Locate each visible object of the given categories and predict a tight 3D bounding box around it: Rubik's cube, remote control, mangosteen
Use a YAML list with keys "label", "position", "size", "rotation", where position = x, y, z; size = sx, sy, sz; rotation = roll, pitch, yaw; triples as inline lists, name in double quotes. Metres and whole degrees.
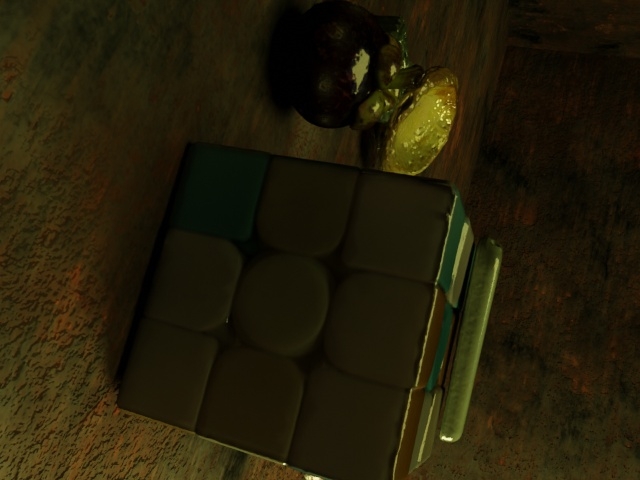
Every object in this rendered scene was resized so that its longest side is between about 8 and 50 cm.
- label: "Rubik's cube"
  position: [0.000, 0.100, 0.841]
  size: [0.344, 0.347, 0.346]
  rotation: [37, 68, -68]
- label: "remote control"
  position: [0.217, 0.146, 0.904]
  size: [0.090, 0.038, 0.309]
  rotation: [-35, 134, -68]
- label: "mangosteen"
  position: [0.052, -0.264, 0.961]
  size: [0.192, 0.217, 0.192]
  rotation: [12, 90, -78]

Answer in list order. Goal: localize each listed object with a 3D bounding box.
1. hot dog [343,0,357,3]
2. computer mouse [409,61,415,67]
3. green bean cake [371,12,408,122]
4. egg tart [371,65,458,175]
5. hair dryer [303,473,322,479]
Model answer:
- label: "hot dog"
  position: [0.045, -0.348, 1.132]
  size: [0.188, 0.055, 0.072]
  rotation: [81, 26, -44]
- label: "computer mouse"
  position: [0.231, -0.378, 1.619]
  size: [0.231, 0.079, 0.128]
  rotation: [22, 84, -54]
- label: "green bean cake"
  position: [0.122, -0.354, 1.286]
  size: [0.173, 0.094, 0.181]
  rotation: [82, 27, -43]
- label: "egg tart"
  position: [0.215, -0.289, 1.491]
  size: [0.294, 0.123, 0.294]
  rotation: [-35, 143, -32]
- label: "hair dryer"
  position: [0.071, 0.525, 1.627]
  size: [0.352, 0.125, 0.210]
  rotation: [-9, 76, -50]
